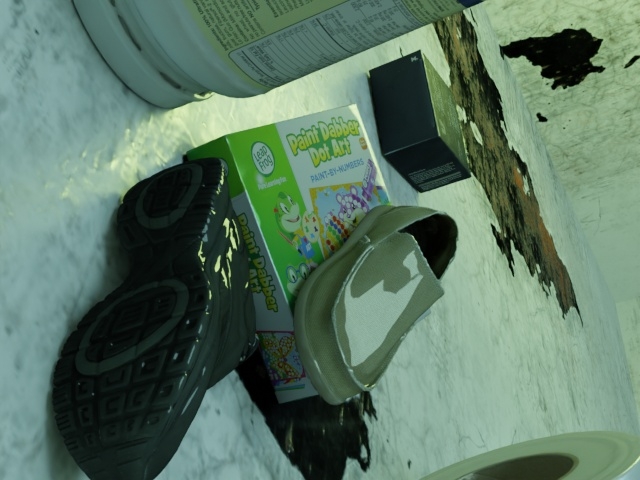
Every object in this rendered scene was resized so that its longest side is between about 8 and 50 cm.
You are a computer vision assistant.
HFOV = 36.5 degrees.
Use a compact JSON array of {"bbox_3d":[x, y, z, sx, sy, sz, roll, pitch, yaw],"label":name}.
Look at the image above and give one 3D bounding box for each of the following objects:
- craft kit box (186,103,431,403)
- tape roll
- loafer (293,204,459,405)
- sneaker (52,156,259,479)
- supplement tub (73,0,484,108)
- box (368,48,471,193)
[{"bbox_3d":[0.000,0.000,0.961,0.250,0.060,0.247,-26,94,-57],"label":"craft kit box"},{"bbox_3d":[0.196,0.282,0.960,0.286,0.286,0.100,-15,87,-69],"label":"tape roll"},{"bbox_3d":[0.058,0.041,0.893,0.102,0.092,0.269,57,36,-21],"label":"loafer"},{"bbox_3d":[-0.093,0.063,0.684,0.286,0.109,0.130,-79,150,-49],"label":"sneaker"},{"bbox_3d":[-0.024,-0.258,0.802,0.235,0.324,0.236,50,30,-43],"label":"supplement tub"},{"bbox_3d":[0.155,-0.180,1.498,0.158,0.093,0.156,38,39,-57],"label":"box"}]
